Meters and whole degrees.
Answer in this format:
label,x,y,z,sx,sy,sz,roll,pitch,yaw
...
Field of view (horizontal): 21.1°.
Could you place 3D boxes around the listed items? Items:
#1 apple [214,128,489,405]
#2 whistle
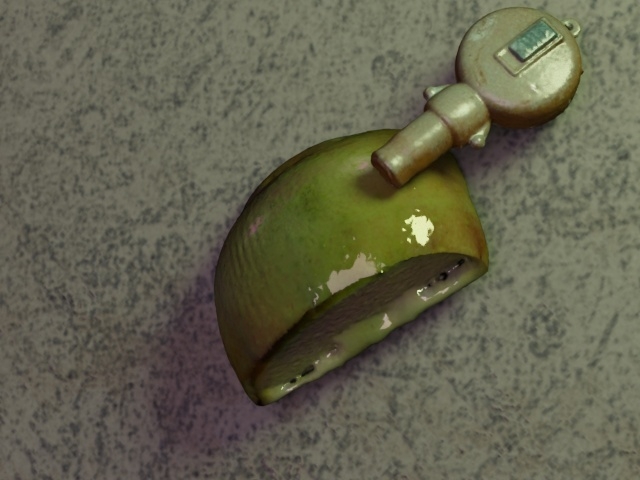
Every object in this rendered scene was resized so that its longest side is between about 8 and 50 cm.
label,x,y,z,sx,sy,sz,roll,pitch,yaw
apple,0.000,0.000,1.498,0.265,0.120,0.193,-31,65,15
whistle,0.135,-0.123,1.443,0.220,0.057,0.107,-37,71,-11
